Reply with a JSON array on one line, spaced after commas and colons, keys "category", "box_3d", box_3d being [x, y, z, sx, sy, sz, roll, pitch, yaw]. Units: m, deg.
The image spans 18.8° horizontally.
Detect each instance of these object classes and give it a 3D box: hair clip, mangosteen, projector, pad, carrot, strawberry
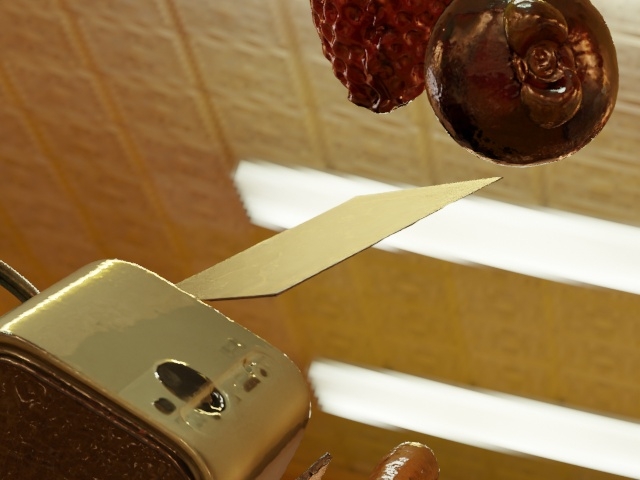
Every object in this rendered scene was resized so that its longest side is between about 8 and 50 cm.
[{"category": "hair clip", "box_3d": [-0.256, 0.080, 1.773, 0.070, 0.039, 0.229, -28, -50, -3]}, {"category": "mangosteen", "box_3d": [0.152, -0.130, 1.433, 0.152, 0.152, 0.152, 14, -23, 6]}, {"category": "projector", "box_3d": [-0.181, 0.183, 1.552, 0.248, 0.248, 0.249, 31, 19, 8]}, {"category": "pad", "box_3d": [0.000, 0.000, 2.124, 0.248, 0.367, 0.007, -7, -74, 48]}, {"category": "carrot", "box_3d": [0.053, 0.243, 1.689, 0.059, 0.248, 0.059, 7, -67, 17]}, {"category": "strawberry", "box_3d": [0.064, -0.241, 1.859, 0.205, 0.244, 0.205, 8, 22, -3]}]

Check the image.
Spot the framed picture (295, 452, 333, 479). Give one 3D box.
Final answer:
[{"category": "framed picture", "box_3d": [-0.100, 0.329, 1.877, 0.013, 0.244, 0.324, 46, -22, 10]}]
